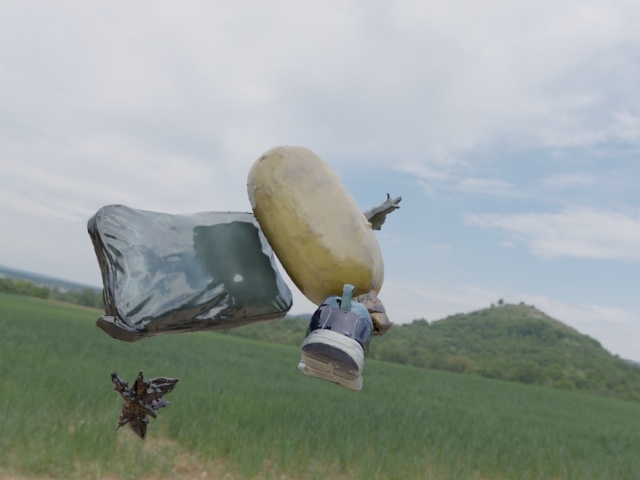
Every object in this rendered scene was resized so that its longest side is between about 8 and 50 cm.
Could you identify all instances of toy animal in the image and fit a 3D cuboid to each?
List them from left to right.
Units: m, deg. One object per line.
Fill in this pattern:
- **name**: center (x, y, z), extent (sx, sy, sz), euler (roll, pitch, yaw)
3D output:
- **toy animal**: center (0.104, -0.045, 1.028), extent (0.135, 0.047, 0.065), euler (-31, -11, -14)

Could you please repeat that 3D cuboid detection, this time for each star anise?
- **star anise**: center (-0.409, 0.370, 1.270), extent (0.157, 0.212, 0.053), euler (-14, 25, -35)

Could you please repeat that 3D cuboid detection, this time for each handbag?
- **handbag**: center (-0.179, 0.040, 0.794), extent (0.075, 0.192, 0.332), euler (-32, -21, 36)

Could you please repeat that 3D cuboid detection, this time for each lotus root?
- **lotus root**: center (0.000, 0.000, 0.824), extent (0.151, 0.343, 0.169), euler (-33, -20, 14)

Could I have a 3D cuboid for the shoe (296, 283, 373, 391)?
- **shoe**: center (0.025, 0.131, 0.698), extent (0.091, 0.106, 0.207), euler (18, -26, 7)
